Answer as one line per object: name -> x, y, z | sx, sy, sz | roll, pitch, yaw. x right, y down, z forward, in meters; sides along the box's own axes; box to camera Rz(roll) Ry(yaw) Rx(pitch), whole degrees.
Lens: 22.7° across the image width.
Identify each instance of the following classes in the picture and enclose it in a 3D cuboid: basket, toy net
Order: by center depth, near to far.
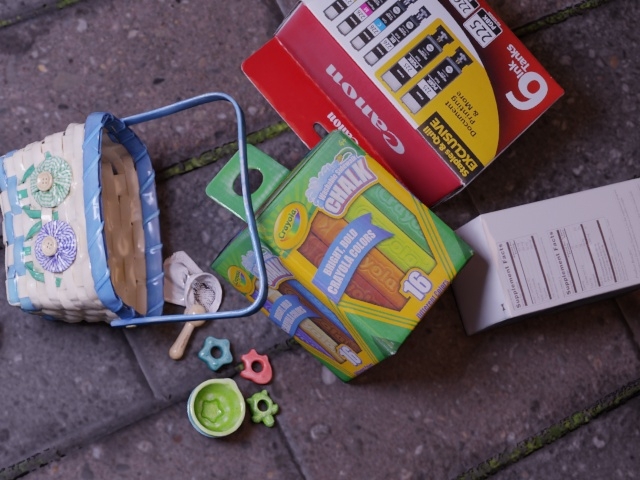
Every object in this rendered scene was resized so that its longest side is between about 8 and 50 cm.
basket -> -0.210, -0.018, 1.793 | 0.289, 0.201, 0.255 | -11, 76, 7
toy net -> -0.123, 0.117, 1.900 | 0.122, 0.045, 0.232 | -12, 79, -22

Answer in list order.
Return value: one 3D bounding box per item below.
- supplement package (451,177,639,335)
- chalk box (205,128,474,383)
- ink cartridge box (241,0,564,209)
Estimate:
supplement package -> 0.297, 0.021, 2.023 | 0.244, 0.139, 0.134 | -13, 81, -23
chalk box -> 0.000, 0.000, 1.902 | 0.289, 0.179, 0.180 | 41, 65, -4
ink cartridge box -> 0.102, -0.204, 2.024 | 0.272, 0.130, 0.309 | -43, 92, -23
